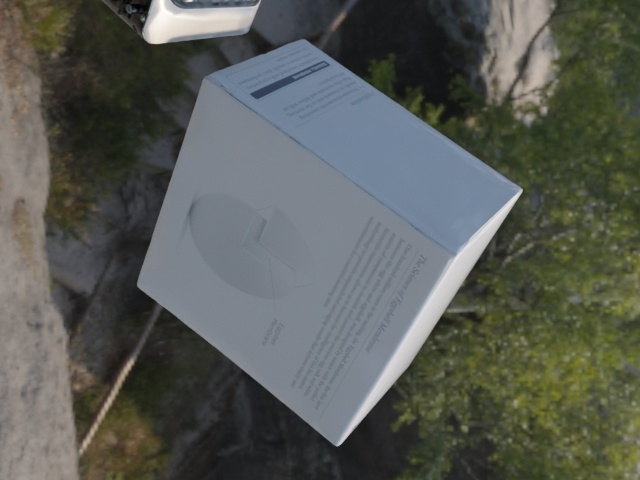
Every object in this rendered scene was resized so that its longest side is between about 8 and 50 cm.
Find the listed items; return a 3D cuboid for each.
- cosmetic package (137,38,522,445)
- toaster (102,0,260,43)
[{"bbox_3d":[0.000,0.000,0.732,0.138,0.225,0.224,-35,158,-49],"label":"cosmetic package"},{"bbox_3d":[-0.093,-0.227,0.521,0.110,0.186,0.168,-13,138,-48],"label":"toaster"}]
